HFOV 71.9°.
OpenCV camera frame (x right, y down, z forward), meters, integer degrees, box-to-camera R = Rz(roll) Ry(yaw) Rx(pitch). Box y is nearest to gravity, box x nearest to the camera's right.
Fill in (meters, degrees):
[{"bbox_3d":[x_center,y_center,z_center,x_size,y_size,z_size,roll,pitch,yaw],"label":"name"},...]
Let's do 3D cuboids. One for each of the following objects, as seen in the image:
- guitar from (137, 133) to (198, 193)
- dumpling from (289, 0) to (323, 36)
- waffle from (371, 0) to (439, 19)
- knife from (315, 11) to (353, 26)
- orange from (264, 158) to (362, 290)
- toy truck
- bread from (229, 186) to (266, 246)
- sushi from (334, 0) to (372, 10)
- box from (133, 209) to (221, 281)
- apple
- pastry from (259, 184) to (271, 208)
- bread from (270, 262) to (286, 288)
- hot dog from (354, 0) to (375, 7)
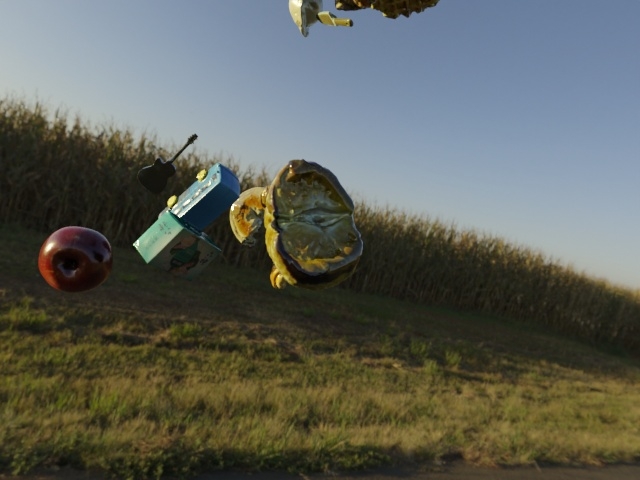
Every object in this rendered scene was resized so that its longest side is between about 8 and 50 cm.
[{"bbox_3d":[-0.464,-0.245,1.366,0.088,0.233,0.025,45,6,-19],"label":"guitar"},{"bbox_3d":[-0.063,-1.001,1.864,0.146,0.259,0.193,4,12,2],"label":"dumpling"},{"bbox_3d":[0.308,-0.893,1.510,0.306,0.060,0.312,-2,-17,-21],"label":"waffle"},{"bbox_3d":[0.048,-0.864,1.713,0.061,0.027,0.343,46,4,-33],"label":"knife"},{"bbox_3d":[-0.032,-0.033,1.280,0.270,0.369,0.210,-4,-14,-19],"label":"orange"},{"bbox_3d":[-0.519,-0.157,1.913,0.161,0.384,0.162,40,16,-45],"label":"toy truck"},{"bbox_3d":[-0.366,-0.142,2.290,0.191,0.314,0.171,28,6,4],"label":"bread"},{"bbox_3d":[0.217,-0.974,1.665,0.349,0.171,0.211,-1,-3,14],"label":"sushi"},{"bbox_3d":[-0.442,0.024,1.391,0.092,0.153,0.245,43,-2,24],"label":"box"},{"bbox_3d":[-0.792,0.062,1.438,0.218,0.219,0.201,15,10,-23],"label":"apple"},{"bbox_3d":[-0.206,-0.181,1.851,0.057,0.109,0.097,14,35,40],"label":"pastry"},{"bbox_3d":[-0.183,0.144,2.010,0.084,0.120,0.177,9,26,-4],"label":"bread"},{"bbox_3d":[0.078,-0.795,1.272,0.269,0.115,0.072,38,-12,-35],"label":"hot dog"}]
